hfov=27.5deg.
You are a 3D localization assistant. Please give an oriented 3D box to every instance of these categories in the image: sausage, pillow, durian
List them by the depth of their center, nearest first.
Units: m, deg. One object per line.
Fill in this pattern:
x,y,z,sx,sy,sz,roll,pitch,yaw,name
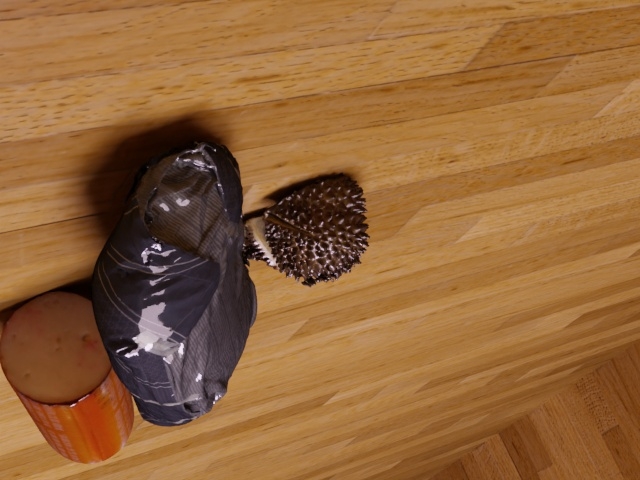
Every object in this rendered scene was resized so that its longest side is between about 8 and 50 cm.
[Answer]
-0.102,0.041,0.960,0.093,0.161,0.335,16,160,7,pillow
-0.002,0.003,1.082,0.110,0.071,0.140,-30,167,15,durian
-0.212,0.135,1.142,0.093,0.093,0.312,-22,163,-12,sausage
